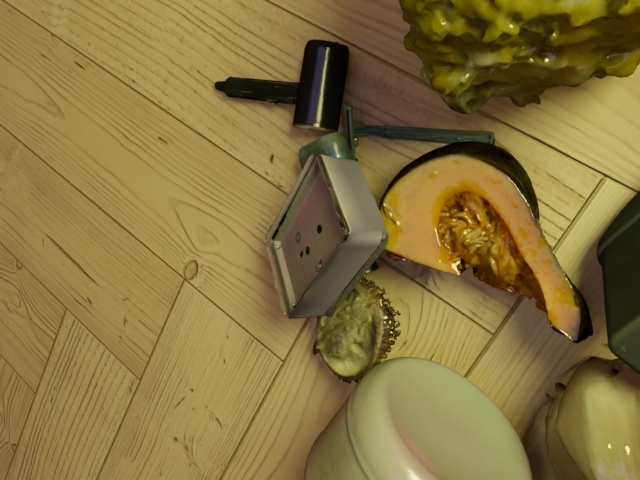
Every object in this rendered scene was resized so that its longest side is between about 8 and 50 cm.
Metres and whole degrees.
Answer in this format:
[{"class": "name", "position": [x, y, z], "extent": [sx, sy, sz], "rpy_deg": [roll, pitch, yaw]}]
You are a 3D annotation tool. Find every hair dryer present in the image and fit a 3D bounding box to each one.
[{"class": "hair dryer", "position": [-0.073, -0.250, 0.824], "extent": [0.255, 0.070, 0.128], "rpy_deg": [17, 102, 30]}]

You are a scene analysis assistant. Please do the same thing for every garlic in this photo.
[{"class": "garlic", "position": [0.342, 0.226, 0.584], "extent": [0.184, 0.203, 0.281], "rpy_deg": [0, 137, 3]}]

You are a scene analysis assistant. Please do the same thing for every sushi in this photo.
[{"class": "sushi", "position": [0.207, -0.300, 0.484], "extent": [0.240, 0.396, 0.352], "rpy_deg": [2, 102, 25]}]

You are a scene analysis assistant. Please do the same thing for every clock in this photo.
[{"class": "clock", "position": [-0.001, -0.001, 0.706], "extent": [0.193, 0.073, 0.145], "rpy_deg": [-57, 40, 44]}]

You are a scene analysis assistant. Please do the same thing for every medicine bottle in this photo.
[{"class": "medicine bottle", "position": [0.033, -0.051, 0.781], "extent": [0.090, 0.053, 0.209], "rpy_deg": [-17, 93, 46]}, {"class": "medicine bottle", "position": [0.092, 0.331, 0.688], "extent": [0.241, 0.241, 0.302], "rpy_deg": [40, 121, 19]}]

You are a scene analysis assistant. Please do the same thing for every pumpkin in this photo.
[{"class": "pumpkin", "position": [0.192, 0.015, 0.662], "extent": [0.190, 0.139, 0.281], "rpy_deg": [-26, 80, 25]}]

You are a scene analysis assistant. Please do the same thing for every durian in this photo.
[{"class": "durian", "position": [0.053, 0.129, 0.777], "extent": [0.188, 0.091, 0.148], "rpy_deg": [-39, 66, 37]}]

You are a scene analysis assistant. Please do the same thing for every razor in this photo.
[{"class": "razor", "position": [0.135, -0.149, 0.740], "extent": [0.211, 0.036, 0.084], "rpy_deg": [7, 122, 22]}]

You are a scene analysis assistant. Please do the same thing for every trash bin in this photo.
[{"class": "trash bin", "position": [0.363, 0.016, 0.512], "extent": [0.101, 0.236, 0.177], "rpy_deg": [37, 129, 4]}]
